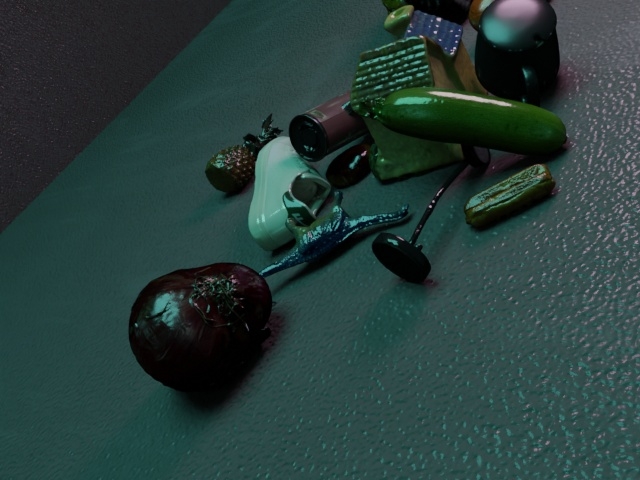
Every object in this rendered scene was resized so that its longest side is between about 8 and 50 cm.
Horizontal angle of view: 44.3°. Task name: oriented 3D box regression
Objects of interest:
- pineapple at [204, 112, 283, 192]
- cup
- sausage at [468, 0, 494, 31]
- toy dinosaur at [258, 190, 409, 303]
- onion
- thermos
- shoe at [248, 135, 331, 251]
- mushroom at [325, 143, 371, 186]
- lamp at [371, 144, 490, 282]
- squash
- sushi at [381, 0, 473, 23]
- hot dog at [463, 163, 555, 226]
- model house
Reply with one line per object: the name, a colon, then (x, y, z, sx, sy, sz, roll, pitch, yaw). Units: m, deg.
pineapple: (-0.194, -0.231, 2.092, 0.125, 0.125, 0.251, -1, 39, 47)
cup: (0.395, -0.363, 1.547, 0.169, 0.176, 0.223, -12, 60, 5)
sausage: (0.456, -0.584, 1.877, 0.258, 0.133, 0.133, -44, 29, -16)
toy dinosaur: (0.001, -0.008, 1.559, 0.363, 0.076, 0.147, -29, 35, 6)
onion: (-0.213, 0.146, 1.427, 0.281, 0.281, 0.221, -43, 72, -12)
thermos: (0.078, -0.301, 1.799, 0.109, 0.136, 0.330, 30, 43, 29)
shoe: (-0.053, -0.137, 1.762, 0.160, 0.132, 0.363, -22, 35, 26)
mushroom: (0.065, -0.172, 1.765, 0.123, 0.052, 0.123, -30, 25, 16)
lamp: (0.195, -0.075, 1.412, 0.108, 0.130, 0.371, -21, 32, 43)
squash: (0.255, -0.221, 1.427, 0.378, 0.101, 0.101, 11, 46, 15)
sushi: (0.266, -0.753, 2.148, 0.285, 0.329, 0.328, -7, 44, 34)
hot dog: (0.318, -0.074, 1.340, 0.165, 0.045, 0.071, -28, 31, 15)
model house: (0.181, -0.319, 1.638, 0.261, 0.266, 0.321, -12, 36, 30)
